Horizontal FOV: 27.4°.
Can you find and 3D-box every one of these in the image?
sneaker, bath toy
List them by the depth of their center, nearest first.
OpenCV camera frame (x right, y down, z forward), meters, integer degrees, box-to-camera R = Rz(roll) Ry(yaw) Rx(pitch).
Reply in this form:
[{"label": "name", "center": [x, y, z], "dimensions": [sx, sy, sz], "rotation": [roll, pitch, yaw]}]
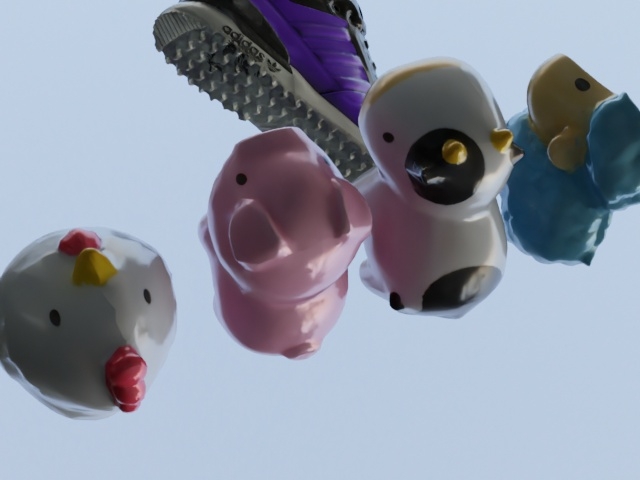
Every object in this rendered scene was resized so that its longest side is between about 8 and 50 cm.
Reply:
[{"label": "bath toy", "center": [0.000, 0.000, 0.689], "dimensions": [0.348, 0.129, 0.151], "rotation": [-19, -71, -18]}, {"label": "sneaker", "center": [0.011, -0.134, 1.097], "dimensions": [0.293, 0.102, 0.146], "rotation": [42, -122, -20]}]
